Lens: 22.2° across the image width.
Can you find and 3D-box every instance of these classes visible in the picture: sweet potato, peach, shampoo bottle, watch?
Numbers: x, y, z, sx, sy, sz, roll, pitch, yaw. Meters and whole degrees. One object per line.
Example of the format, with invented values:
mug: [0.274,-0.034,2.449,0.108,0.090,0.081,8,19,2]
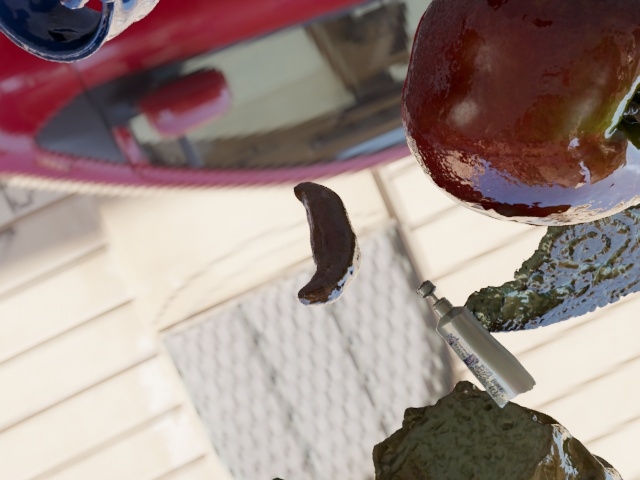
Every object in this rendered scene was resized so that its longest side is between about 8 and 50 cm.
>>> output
sweet potato: [0.010,0.006,1.822,0.058,0.078,0.255,-59,-163,29]
peach: [0.189,-0.131,1.489,0.245,0.248,0.275,-46,-143,-23]
shampoo bottle: [0.142,0.093,1.529,0.034,0.141,0.049,-40,179,-27]
watch: [-0.238,-0.270,1.500,0.171,0.196,0.200,-33,179,-44]

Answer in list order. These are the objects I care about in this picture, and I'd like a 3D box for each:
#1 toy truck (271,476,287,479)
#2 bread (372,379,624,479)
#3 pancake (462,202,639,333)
toy truck: [-0.047,0.399,2.319,0.079,0.065,0.147,-60,-159,17]
bread: [0.219,0.294,1.832,0.239,0.252,0.196,11,-116,44]
pancake: [0.319,-0.003,1.823,0.377,0.197,0.054,-30,-128,9]
